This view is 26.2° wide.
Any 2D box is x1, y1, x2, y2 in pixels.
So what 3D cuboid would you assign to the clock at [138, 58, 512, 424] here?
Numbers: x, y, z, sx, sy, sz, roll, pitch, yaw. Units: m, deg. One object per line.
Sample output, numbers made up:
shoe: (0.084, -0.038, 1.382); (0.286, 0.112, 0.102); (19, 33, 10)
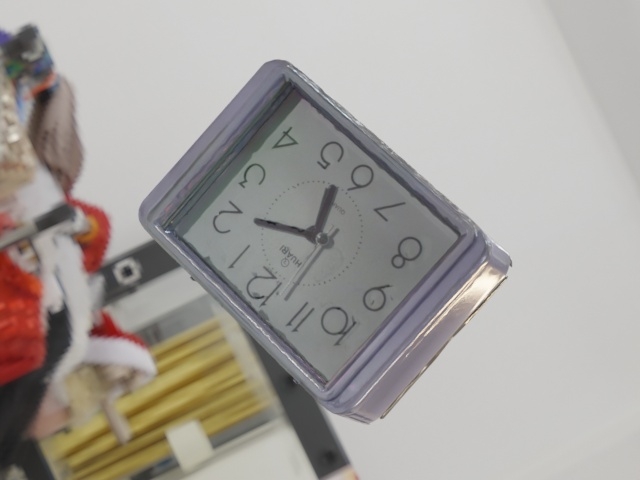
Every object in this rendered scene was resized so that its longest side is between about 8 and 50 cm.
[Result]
clock: (0.000, 0.001, 0.849); (0.193, 0.144, 0.073); (42, 4, 21)
